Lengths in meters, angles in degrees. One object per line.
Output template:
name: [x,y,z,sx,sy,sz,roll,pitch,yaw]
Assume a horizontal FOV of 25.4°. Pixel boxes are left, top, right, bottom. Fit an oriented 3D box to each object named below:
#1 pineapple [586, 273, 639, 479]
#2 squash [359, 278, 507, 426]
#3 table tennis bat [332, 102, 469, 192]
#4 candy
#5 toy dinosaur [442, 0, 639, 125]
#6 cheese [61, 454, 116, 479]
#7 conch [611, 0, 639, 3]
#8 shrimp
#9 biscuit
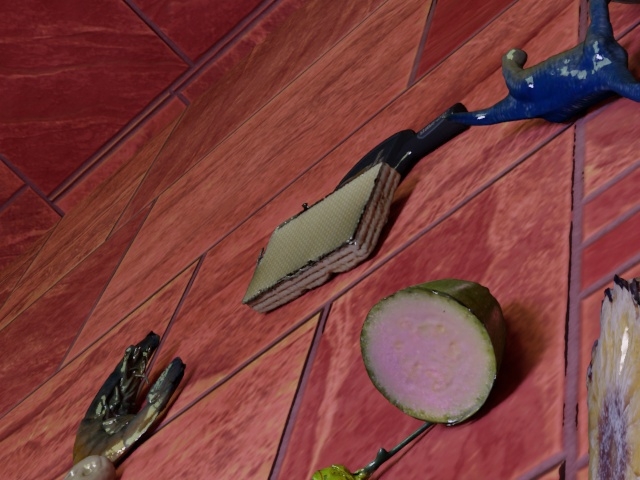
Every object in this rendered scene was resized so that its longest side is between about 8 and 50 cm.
pineapple: [0.195,0.095,0.629,0.176,0.136,0.161,-83,-3,-59]
squash: [0.102,0.062,1.034,0.105,0.105,0.132,-36,-1,33]
table tennis bat: [0.079,-0.083,1.578,0.236,0.027,0.150,-35,19,42]
candy: [0.043,0.157,1.026,0.123,0.035,0.035,-36,47,2]
toy dinosaur: [0.209,-0.123,1.250,0.247,0.075,0.188,-30,28,30]
cheese: [-0.266,0.296,1.452,0.065,0.043,0.194,-35,17,37]
conch: [0.307,-0.288,1.304,0.200,0.131,0.172,-22,-29,-38]
shrimp: [-0.209,0.178,1.618,0.150,0.051,0.217,-28,30,40]
biscuit: [0.000,0.000,1.511,0.199,0.040,0.121,-30,31,46]
